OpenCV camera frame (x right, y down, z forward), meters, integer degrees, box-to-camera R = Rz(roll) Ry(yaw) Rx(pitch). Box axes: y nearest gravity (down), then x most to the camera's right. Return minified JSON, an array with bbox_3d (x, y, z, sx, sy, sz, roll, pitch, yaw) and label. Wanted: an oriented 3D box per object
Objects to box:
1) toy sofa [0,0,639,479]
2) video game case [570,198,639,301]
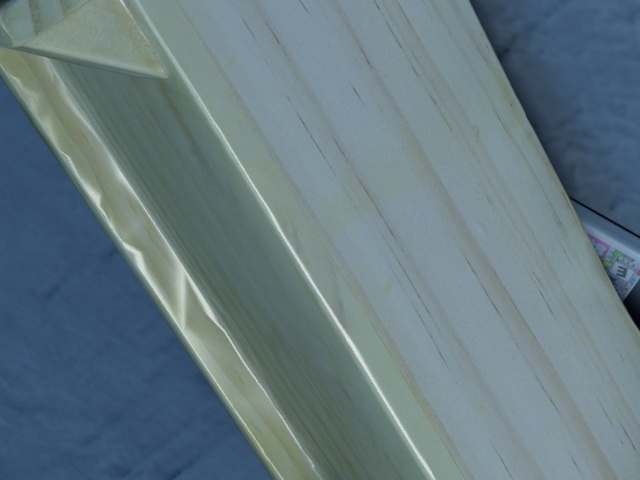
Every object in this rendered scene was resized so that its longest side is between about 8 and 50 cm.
[{"bbox_3d":[0.000,0.000,0.718,0.362,0.177,0.150,58,160,-22],"label":"toy sofa"},{"bbox_3d":[0.089,0.021,0.773,0.087,0.011,0.122,30,139,4],"label":"video game case"}]
